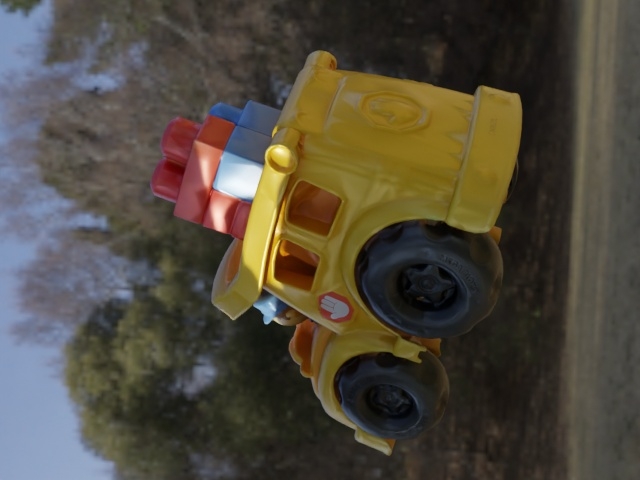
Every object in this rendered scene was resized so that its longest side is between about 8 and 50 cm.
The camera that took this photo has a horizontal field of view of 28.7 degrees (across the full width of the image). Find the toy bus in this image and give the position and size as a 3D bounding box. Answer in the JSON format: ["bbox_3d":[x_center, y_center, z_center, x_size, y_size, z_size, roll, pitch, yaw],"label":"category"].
[{"bbox_3d":[0.000,0.000,0.762,0.149,0.212,0.220,-74,0,-51],"label":"toy bus"}]
